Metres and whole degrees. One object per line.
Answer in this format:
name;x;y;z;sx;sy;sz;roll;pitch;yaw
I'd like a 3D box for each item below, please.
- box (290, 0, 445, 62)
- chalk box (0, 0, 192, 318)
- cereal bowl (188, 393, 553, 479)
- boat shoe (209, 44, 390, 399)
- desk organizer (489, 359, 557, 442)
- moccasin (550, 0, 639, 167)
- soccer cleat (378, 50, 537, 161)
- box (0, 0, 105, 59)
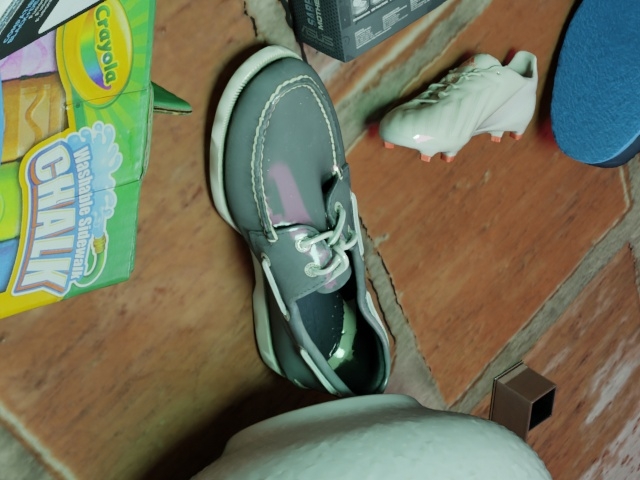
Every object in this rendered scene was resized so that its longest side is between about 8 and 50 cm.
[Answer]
box;0.072;-0.257;0.916;0.233;0.059;0.183;-36;138;-25
chalk box;-0.197;-0.073;0.646;0.289;0.180;0.179;-19;129;-41
cereal bowl;0.017;0.212;1.046;0.339;0.141;0.339;-12;161;-4
boat shoe;0.000;0.000;0.985;0.116;0.099;0.319;-36;138;-28
desk organizer;0.213;0.199;1.410;0.047;0.050;0.130;-27;133;-34
moccasin;0.320;-0.219;1.163;0.117;0.138;0.342;7;111;-55
soccer cleat;0.113;-0.113;1.067;0.196;0.068;0.076;-18;123;-50
box;-0.112;-0.198;0.562;0.087;0.169;0.290;-45;-176;33
